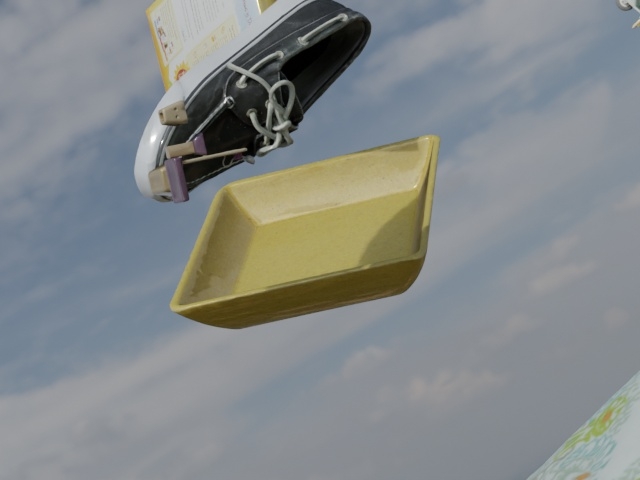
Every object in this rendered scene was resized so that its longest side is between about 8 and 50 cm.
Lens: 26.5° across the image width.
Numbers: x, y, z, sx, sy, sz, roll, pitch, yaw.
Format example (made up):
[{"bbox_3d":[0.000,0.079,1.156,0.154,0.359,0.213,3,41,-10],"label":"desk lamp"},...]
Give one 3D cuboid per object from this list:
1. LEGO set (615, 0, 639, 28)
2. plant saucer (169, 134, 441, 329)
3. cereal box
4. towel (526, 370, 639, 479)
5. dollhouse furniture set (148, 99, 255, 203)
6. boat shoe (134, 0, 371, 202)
[{"bbox_3d":[0.413,-0.278,1.466,0.107,0.132,0.287,-41,1,31],"label":"LEGO set"},{"bbox_3d":[0.000,0.000,1.779,0.333,0.081,0.332,-13,28,16],"label":"plant saucer"},{"bbox_3d":[-0.141,-0.291,1.824,0.047,0.173,0.240,-1,-20,-40],"label":"cereal box"},{"bbox_3d":[0.259,0.173,1.012,0.320,0.090,0.374,-45,1,20],"label":"towel"},{"bbox_3d":[-0.117,-0.086,1.290,0.081,0.091,0.114,-14,3,-21],"label":"dollhouse furniture set"},{"bbox_3d":[-0.062,-0.143,1.419,0.306,0.105,0.113,-44,-38,-28],"label":"boat shoe"}]
